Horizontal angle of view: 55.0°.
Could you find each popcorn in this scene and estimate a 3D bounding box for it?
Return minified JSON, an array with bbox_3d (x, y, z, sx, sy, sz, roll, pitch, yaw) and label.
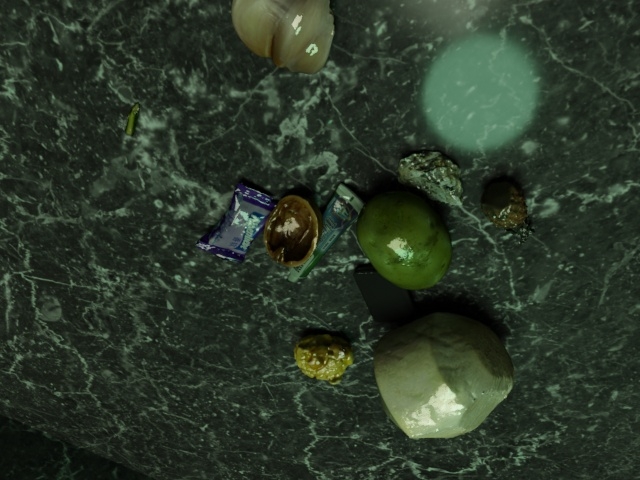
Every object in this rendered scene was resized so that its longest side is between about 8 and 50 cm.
[{"bbox_3d":[0.015,0.380,2.011,0.194,0.140,0.163,-7,124,6],"label":"popcorn"}]

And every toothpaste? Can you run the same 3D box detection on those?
[{"bbox_3d":[0.000,0.000,1.687,0.099,0.061,0.392,43,133,7],"label":"toothpaste"}]

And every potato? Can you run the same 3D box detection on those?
[{"bbox_3d":[0.215,0.006,1.544,0.216,0.215,0.304,-12,130,23],"label":"potato"}]

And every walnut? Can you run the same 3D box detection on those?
[{"bbox_3d":[-0.055,-0.029,1.630,0.167,0.087,0.211,46,124,21],"label":"walnut"}]

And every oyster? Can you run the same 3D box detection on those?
[{"bbox_3d":[0.271,-0.150,1.481,0.177,0.064,0.125,14,139,2],"label":"oyster"}]

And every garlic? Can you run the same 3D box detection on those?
[{"bbox_3d":[-0.075,-0.449,1.237,0.217,0.110,0.228,20,135,-1],"label":"garlic"}]

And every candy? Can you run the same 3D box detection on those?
[{"bbox_3d":[-0.224,-0.041,1.695,0.145,0.070,0.275,25,125,-22],"label":"candy"}]

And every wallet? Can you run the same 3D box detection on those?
[{"bbox_3d":[0.192,0.154,1.810,0.149,0.044,0.250,-6,133,24],"label":"wallet"}]

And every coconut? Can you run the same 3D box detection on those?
[{"bbox_3d":[0.341,0.404,1.802,0.416,0.344,0.415,-7,145,-5],"label":"coconut"}]

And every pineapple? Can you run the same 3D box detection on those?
[{"bbox_3d":[0.470,-0.062,1.504,0.108,0.108,0.198,-23,137,31],"label":"pineapple"}]

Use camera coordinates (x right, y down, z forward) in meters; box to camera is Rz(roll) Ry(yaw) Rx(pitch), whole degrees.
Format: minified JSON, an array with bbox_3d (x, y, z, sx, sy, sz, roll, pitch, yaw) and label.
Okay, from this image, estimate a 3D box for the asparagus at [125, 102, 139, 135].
[{"bbox_3d":[-0.469,-0.300,1.531,0.025,0.021,0.108,24,134,-9],"label":"asparagus"}]
